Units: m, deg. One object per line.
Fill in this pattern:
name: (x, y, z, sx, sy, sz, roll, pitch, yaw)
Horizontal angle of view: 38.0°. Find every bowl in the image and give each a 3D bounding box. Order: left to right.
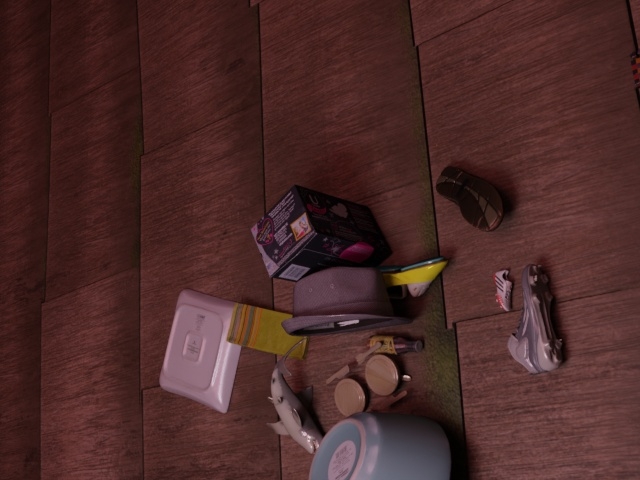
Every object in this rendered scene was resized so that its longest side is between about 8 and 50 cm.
bowl: (0.091, 0.458, 1.812, 0.311, 0.163, 0.311, -47, 25, 30)

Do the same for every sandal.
sandal: (0.311, -0.084, 1.892, 0.090, 0.060, 0.219, -59, 34, 8)

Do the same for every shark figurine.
shark figurine: (-0.055, 0.341, 2.076, 0.166, 0.116, 0.278, 5, 120, 46)

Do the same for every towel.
towel: (-0.126, 0.216, 2.228, 0.237, 0.021, 0.102, 8, 87, 36)

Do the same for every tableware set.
tableware set: (0.105, 0.312, 2.002, 0.194, 0.039, 0.128, -41, 67, 36)

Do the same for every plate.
plate: (-0.313, 0.276, 2.391, 0.277, 0.045, 0.277, 11, 87, 44)

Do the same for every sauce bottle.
sauce bottle: (0.157, 0.221, 1.969, 0.128, 0.042, 0.042, -6, 76, 44)

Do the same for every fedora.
fedora: (0.049, 0.124, 1.943, 0.276, 0.244, 0.124, -12, 77, 29)

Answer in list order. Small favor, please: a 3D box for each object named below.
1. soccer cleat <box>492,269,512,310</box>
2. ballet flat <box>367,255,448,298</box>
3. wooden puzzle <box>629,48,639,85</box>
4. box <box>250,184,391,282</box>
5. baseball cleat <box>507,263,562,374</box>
soccer cleat: (0.361, 0.097, 1.819, 0.036, 0.029, 0.083, -31, 56, 39)
ballet flat: (0.182, 0.083, 1.968, 0.231, 0.077, 0.077, -11, 94, 44)
wooden puzzle: (0.598, -0.317, 1.709, 0.049, 0.006, 0.083, -18, 68, 39)
box: (0.000, 0.000, 2.024, 0.163, 0.247, 0.142, -43, 53, 28)
baseball cleat: (0.390, 0.150, 1.751, 0.109, 0.072, 0.205, -28, 59, 43)
